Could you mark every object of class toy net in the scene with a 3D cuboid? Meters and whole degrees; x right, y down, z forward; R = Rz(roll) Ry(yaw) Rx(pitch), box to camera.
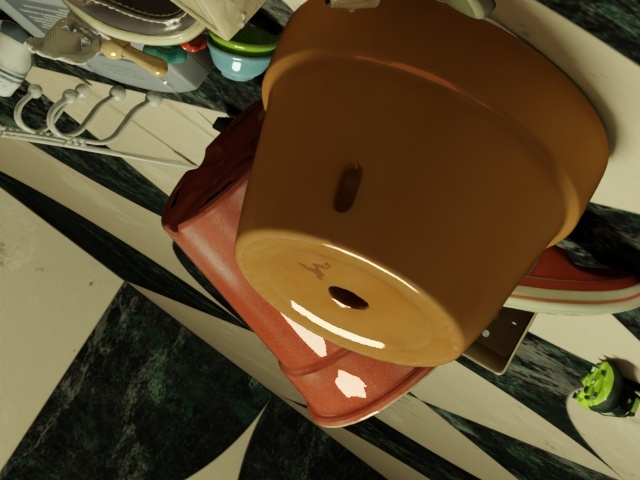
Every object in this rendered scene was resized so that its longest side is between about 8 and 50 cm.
[{"bbox_3d":[-0.159,-0.193,1.755,0.232,0.045,0.122,5,-155,-15],"label":"toy net"}]

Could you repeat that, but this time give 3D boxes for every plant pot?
[{"bbox_3d":[0.000,0.000,1.889,0.265,0.272,0.272,45,165,-18],"label":"plant pot"},{"bbox_3d":[0.187,0.080,2.077,0.109,0.109,0.096,29,-179,15],"label":"plant pot"},{"bbox_3d":[0.061,-0.033,1.507,0.291,0.203,0.291,22,158,10],"label":"plant pot"}]

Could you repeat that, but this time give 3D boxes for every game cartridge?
[{"bbox_3d":[-0.244,-0.237,1.999,0.198,0.062,0.297,35,169,-37],"label":"game cartridge"}]

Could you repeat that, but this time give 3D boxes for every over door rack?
[{"bbox_3d":[-0.232,-0.128,2.348,0.324,0.108,0.239,22,176,-30],"label":"over door rack"}]

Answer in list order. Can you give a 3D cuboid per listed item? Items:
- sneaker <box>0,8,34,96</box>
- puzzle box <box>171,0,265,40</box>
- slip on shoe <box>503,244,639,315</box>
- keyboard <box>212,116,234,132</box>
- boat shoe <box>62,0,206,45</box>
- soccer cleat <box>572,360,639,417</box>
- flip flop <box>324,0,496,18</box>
[{"bbox_3d":[-0.369,-0.243,2.233,0.094,0.091,0.258,31,-169,-20],"label":"sneaker"},{"bbox_3d":[-0.205,-0.324,1.405,0.272,0.052,0.409,37,172,27],"label":"puzzle box"},{"bbox_3d":[0.162,0.010,1.741,0.331,0.101,0.123,12,177,-21],"label":"slip on shoe"},{"bbox_3d":[-0.029,-0.095,2.110,0.192,0.038,0.100,30,-168,4],"label":"keyboard"},{"bbox_3d":[-0.219,-0.267,1.682,0.285,0.103,0.092,34,175,24],"label":"boat shoe"},{"bbox_3d":[0.345,0.180,2.199,0.072,0.060,0.179,22,175,3],"label":"soccer cleat"},{"bbox_3d":[0.008,-0.211,1.348,0.277,0.080,0.112,27,167,28],"label":"flip flop"}]
